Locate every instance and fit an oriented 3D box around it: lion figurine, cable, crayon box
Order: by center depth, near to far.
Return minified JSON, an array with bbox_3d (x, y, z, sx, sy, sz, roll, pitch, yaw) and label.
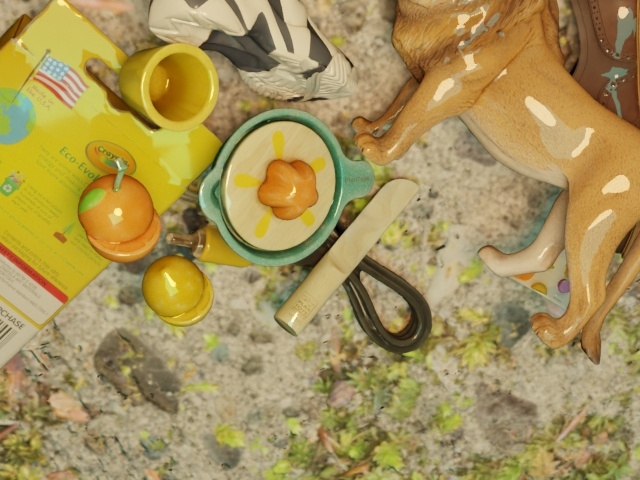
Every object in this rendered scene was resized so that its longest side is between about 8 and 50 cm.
[{"bbox_3d":[0.181,-0.101,1.102,0.240,0.142,0.392,-43,97,11],"label":"lion figurine"},{"bbox_3d":[-0.260,-0.050,1.147,0.318,0.081,0.202,-41,113,14],"label":"crayon box"},{"bbox_3d":[0.000,0.000,1.229,0.287,0.072,0.139,28,93,-30],"label":"cable"}]

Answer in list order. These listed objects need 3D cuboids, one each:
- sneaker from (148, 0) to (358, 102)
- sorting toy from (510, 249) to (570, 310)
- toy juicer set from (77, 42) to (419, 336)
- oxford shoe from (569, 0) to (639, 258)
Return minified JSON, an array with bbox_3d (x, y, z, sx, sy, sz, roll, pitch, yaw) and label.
[{"bbox_3d":[-0.044,-0.214,1.087,0.235,0.094,0.153,18,72,-44],"label":"sneaker"},{"bbox_3d":[0.239,0.026,1.263,0.083,0.045,0.075,30,90,-18],"label":"sorting toy"},{"bbox_3d":[-0.051,-0.011,1.093,0.329,0.089,0.209,26,85,-37],"label":"toy juicer set"},{"bbox_3d":[0.263,-0.111,1.179,0.098,0.097,0.271,3,112,15],"label":"oxford shoe"}]
